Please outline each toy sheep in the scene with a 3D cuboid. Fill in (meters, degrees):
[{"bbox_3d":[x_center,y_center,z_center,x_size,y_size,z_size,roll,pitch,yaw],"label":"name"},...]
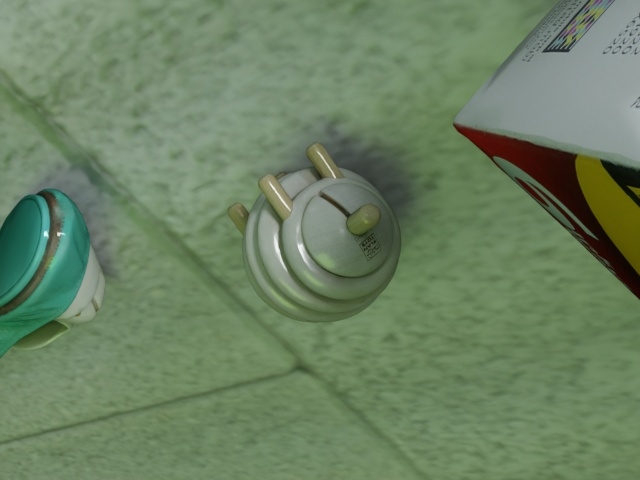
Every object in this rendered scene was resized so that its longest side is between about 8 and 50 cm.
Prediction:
[{"bbox_3d":[0.000,0.000,0.663,0.091,0.091,0.132,34,163,-7],"label":"toy sheep"}]

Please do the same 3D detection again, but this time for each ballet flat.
[{"bbox_3d":[-0.196,0.031,0.854,0.087,0.083,0.247,19,152,-30],"label":"ballet flat"}]

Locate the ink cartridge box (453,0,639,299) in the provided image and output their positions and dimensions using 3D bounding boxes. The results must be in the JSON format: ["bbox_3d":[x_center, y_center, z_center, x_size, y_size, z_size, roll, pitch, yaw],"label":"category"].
[{"bbox_3d":[0.218,0.029,0.380,0.309,0.130,0.272,42,-179,-11],"label":"ink cartridge box"}]
